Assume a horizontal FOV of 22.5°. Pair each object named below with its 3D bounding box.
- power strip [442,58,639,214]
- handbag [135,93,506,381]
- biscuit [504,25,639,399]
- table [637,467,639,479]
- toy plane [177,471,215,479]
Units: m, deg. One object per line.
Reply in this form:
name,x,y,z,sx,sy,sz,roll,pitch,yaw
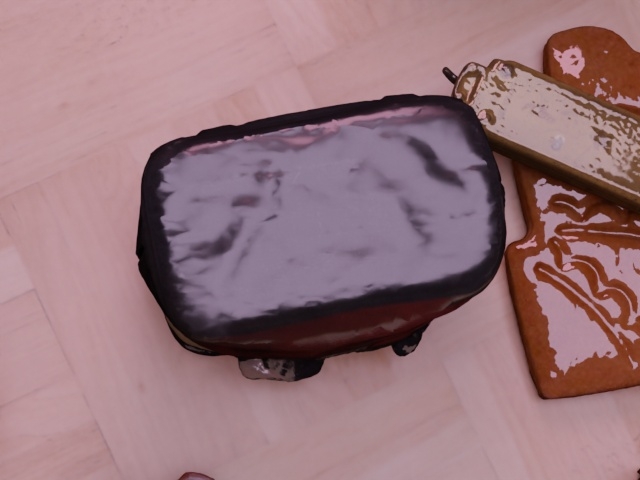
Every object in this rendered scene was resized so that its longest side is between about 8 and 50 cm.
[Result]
power strip,0.227,-0.058,1.180,0.305,0.044,0.064,24,81,1
handbag,0.000,0.000,1.121,0.254,0.181,0.181,-13,83,-5
biscuit,0.251,-0.009,1.215,0.284,0.043,0.306,32,80,0
table,0.240,0.220,1.160,0.070,0.083,0.082,44,84,0
toy plane,-0.165,0.270,1.102,0.326,0.104,0.223,1,82,-5
